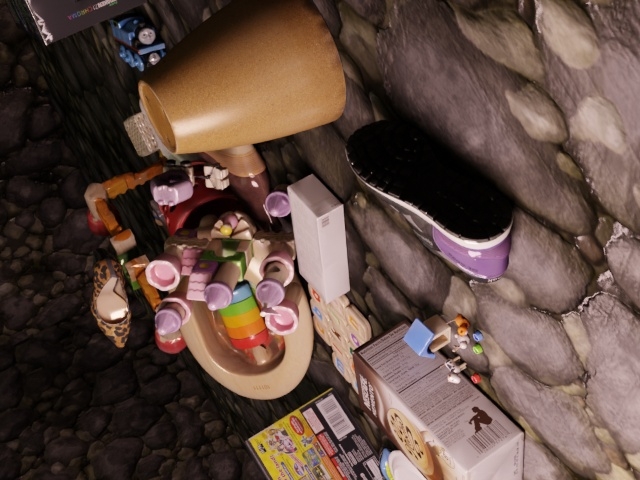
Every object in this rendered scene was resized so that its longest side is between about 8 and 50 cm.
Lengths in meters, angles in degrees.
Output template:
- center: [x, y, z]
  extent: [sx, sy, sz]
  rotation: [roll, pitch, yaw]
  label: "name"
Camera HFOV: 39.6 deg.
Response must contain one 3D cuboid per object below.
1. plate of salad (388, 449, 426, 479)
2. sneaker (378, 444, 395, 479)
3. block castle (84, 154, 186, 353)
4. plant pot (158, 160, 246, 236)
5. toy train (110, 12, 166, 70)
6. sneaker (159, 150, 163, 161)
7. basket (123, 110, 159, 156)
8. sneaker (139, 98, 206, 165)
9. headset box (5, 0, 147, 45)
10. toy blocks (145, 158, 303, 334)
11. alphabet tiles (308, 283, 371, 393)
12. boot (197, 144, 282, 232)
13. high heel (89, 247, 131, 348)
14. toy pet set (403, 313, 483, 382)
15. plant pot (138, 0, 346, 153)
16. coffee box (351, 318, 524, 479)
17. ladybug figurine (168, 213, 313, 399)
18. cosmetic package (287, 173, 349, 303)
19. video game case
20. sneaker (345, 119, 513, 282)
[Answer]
- center: [0.215, 0.499, 1.786]
  extent: [0.200, 0.048, 0.200]
  rotation: [38, 148, 29]
  label: "plate of salad"
- center: [0.169, 0.517, 1.926]
  extent: [0.078, 0.067, 0.188]
  rotation: [-109, -1, -61]
  label: "sneaker"
- center: [-0.359, 0.021, 2.194]
  extent: [0.453, 0.303, 0.213]
  rotation: [55, 162, 22]
  label: "block castle"
- center: [-0.265, -0.070, 2.004]
  extent: [0.174, 0.191, 0.191]
  rotation: [51, 159, 45]
  label: "plant pot"
- center: [-0.413, -0.452, 2.014]
  extent: [0.184, 0.080, 0.105]
  rotation: [36, 143, 52]
  label: "toy train"
- center: [-0.411, -0.179, 2.374]
  extent: [0.069, 0.083, 0.186]
  rotation: [39, 152, 47]
  label: "sneaker"
- center: [-0.417, -0.277, 2.223]
  extent: [0.113, 0.103, 0.167]
  rotation: [66, 161, -10]
  label: "basket"
- center: [-0.340, -0.268, 2.082]
  extent: [0.235, 0.090, 0.095]
  rotation: [55, 141, 2]
  label: "sneaker"
- center: [-0.550, -0.552, 1.956]
  extent: [0.283, 0.246, 0.131]
  rotation: [35, 149, 53]
  label: "headset box"
- center: [-0.189, 0.045, 1.651]
  extent: [0.260, 0.288, 0.309]
  rotation: [-69, -20, -61]
  label: "toy blocks"
- center: [0.063, 0.214, 1.812]
  extent: [0.278, 0.021, 0.284]
  rotation: [46, 156, 36]
  label: "alphabet tiles"
- center: [-0.178, -0.123, 1.847]
  extent: [0.248, 0.090, 0.207]
  rotation: [20, 133, 58]
  label: "boot"
- center: [-0.493, 0.157, 2.109]
  extent: [0.186, 0.093, 0.261]
  rotation: [-152, 51, -65]
  label: "high heel"
- center: [0.186, 0.164, 1.359]
  extent: [0.114, 0.065, 0.122]
  rotation: [45, 155, 39]
  label: "toy pet set"
- center: [-0.132, -0.235, 1.327]
  extent: [0.237, 0.254, 0.237]
  rotation: [51, 160, 27]
  label: "plant pot"
- center: [0.187, 0.291, 1.451]
  extent: [0.297, 0.118, 0.168]
  rotation: [43, 155, 42]
  label: "coffee box"
- center: [-0.163, 0.135, 1.937]
  extent: [0.162, 0.305, 0.450]
  rotation: [-66, -34, -59]
  label: "ladybug figurine"
- center: [0.000, 0.000, 1.611]
  extent: [0.099, 0.060, 0.239]
  rotation: [45, 156, 34]
  label: "cosmetic package"
- center: [0.000, 0.515, 2.045]
  extent: [0.275, 0.248, 0.035]
  rotation: [55, 159, 16]
  label: "video game case"
- center: [0.132, -0.044, 1.157]
  extent: [0.283, 0.107, 0.124]
  rotation: [46, 162, 38]
  label: "sneaker"
